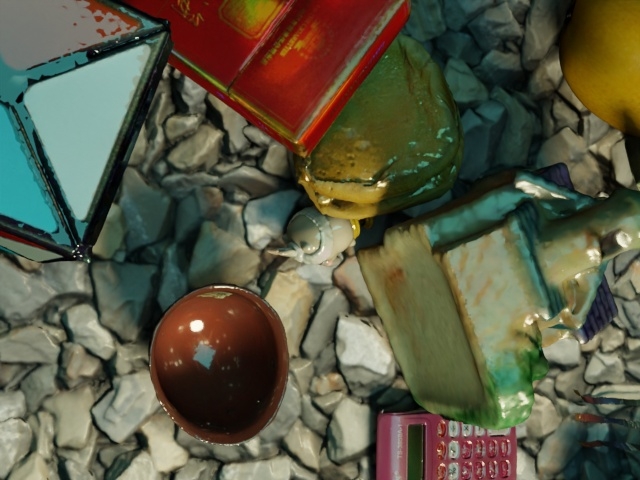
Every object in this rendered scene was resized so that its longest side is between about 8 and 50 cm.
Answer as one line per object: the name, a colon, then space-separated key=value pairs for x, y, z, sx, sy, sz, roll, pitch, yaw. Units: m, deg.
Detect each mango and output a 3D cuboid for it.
mango: x=0.458 y=-0.216 z=1.433 sx=0.378 sy=0.264 sz=0.221 roll=20 pitch=109 yaw=-21

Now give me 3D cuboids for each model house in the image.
model house: x=0.231 y=0.040 z=1.302 sx=0.280 sy=0.312 sz=0.245 roll=-22 pitch=91 yaw=-14

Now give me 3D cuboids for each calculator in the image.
calculator: x=0.151 y=0.264 z=1.414 sx=0.190 sy=0.034 sz=0.127 roll=3 pitch=85 yaw=-25

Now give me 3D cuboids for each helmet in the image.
helmet: x=-0.118 y=0.130 z=1.283 sx=0.155 sy=0.106 sz=0.175 roll=-30 pitch=101 yaw=-17

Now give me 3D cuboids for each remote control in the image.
remote control: x=0.405 y=-0.051 z=1.407 sx=0.038 sy=0.285 sz=0.123 roll=-22 pitch=97 yaw=16

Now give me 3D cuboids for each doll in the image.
doll: x=0.000 y=0.000 z=1.357 sx=0.127 sy=0.073 sz=0.084 roll=-28 pitch=128 yaw=-21

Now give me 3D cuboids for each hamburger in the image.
hamburger: x=0.060 y=-0.128 z=1.322 sx=0.213 sy=0.108 sz=0.214 roll=-5 pitch=58 yaw=8

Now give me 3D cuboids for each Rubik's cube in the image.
Rubik's cube: x=-0.316 y=-0.131 z=1.153 sx=0.250 sy=0.248 sz=0.246 roll=22 pitch=80 yaw=-19

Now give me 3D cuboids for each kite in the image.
kite: x=0.431 y=0.240 z=1.499 sx=0.245 sy=0.015 sz=0.141 roll=10 pitch=52 yaw=-15

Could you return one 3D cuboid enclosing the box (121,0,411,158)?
box: x=-0.086 y=-0.258 z=1.252 sx=0.313 sy=0.089 sz=0.197 roll=36 pitch=85 yaw=9
